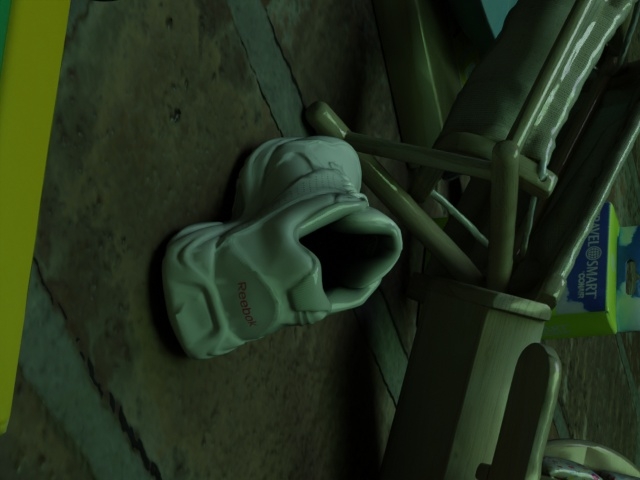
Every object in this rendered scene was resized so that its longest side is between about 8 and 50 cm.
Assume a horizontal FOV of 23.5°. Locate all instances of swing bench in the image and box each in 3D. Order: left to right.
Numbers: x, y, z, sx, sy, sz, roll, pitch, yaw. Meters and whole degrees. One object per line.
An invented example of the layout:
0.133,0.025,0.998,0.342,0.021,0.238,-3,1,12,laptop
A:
0.153,-0.099,1.149,0.253,0.165,0.255,-61,145,-21,swing bench

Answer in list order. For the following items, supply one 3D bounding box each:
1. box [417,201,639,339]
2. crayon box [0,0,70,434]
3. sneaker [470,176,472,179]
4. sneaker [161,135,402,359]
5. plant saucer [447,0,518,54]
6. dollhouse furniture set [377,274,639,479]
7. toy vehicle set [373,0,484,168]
0.174,0.028,1.258,0.042,0.178,0.109,57,34,-50,box
-0.203,-0.140,0.434,0.363,0.106,0.313,47,41,-58,crayon box
0.165,-0.008,1.371,0.083,0.084,0.215,-37,126,-56,sneaker
0.000,0.000,0.905,0.232,0.115,0.090,-57,137,-58,sneaker
0.142,-0.301,1.343,0.317,0.043,0.318,-6,90,-69,plant saucer
0.242,0.153,1.116,0.303,0.355,0.174,-164,-92,-70,dollhouse furniture set
0.111,-0.185,1.345,0.267,0.035,0.166,-51,131,-61,toy vehicle set
